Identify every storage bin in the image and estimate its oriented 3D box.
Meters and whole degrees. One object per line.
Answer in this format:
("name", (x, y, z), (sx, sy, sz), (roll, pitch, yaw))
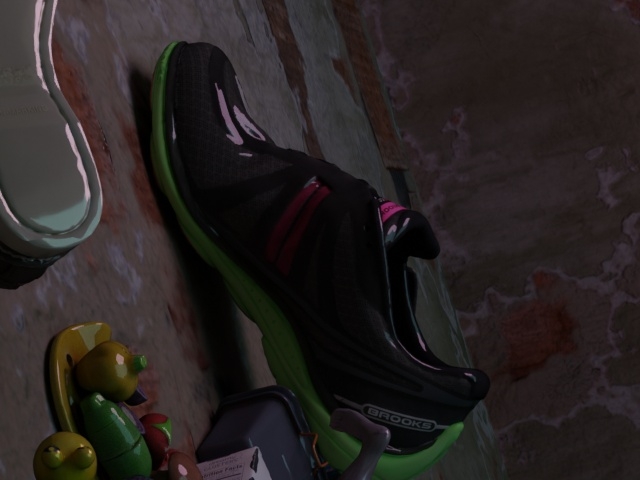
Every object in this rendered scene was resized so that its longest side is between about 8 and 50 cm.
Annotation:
("storage bin", (-0.049, 0.212, 1.608), (0.135, 0.098, 0.091), (69, 24, -12))

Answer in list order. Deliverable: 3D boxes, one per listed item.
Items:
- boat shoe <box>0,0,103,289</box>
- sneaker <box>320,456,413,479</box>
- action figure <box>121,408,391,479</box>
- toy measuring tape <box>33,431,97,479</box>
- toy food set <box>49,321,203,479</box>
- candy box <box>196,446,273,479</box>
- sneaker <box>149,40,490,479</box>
("boat shoe", (-0.239, -0.125, 1.260), (0.117, 0.097, 0.324), (-5, 69, -35))
("sneaker", (0.050, 0.319, 1.793), (0.208, 0.127, 0.319), (67, 24, -12))
("action figure", (-0.005, 0.272, 1.296), (0.330, 0.179, 0.341), (-55, 129, -39))
("toy measuring tape", (-0.147, 0.269, 1.073), (0.121, 0.121, 0.330), (47, 33, -61))
("toy food set", (-0.132, 0.159, 1.368), (0.128, 0.071, 0.217), (-70, 140, -69))
("candy box", (-0.061, 0.297, 1.477), (0.196, 0.070, 0.164), (-81, 150, -61))
("sneaker", (0.000, 0.000, 1.723), (0.482, 0.202, 0.185), (57, 12, 10))
